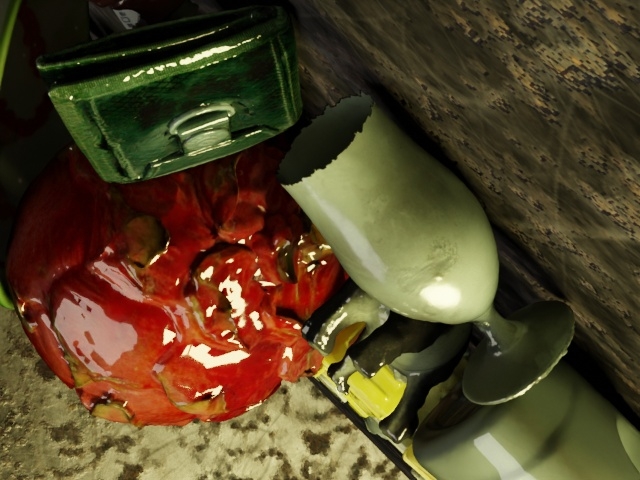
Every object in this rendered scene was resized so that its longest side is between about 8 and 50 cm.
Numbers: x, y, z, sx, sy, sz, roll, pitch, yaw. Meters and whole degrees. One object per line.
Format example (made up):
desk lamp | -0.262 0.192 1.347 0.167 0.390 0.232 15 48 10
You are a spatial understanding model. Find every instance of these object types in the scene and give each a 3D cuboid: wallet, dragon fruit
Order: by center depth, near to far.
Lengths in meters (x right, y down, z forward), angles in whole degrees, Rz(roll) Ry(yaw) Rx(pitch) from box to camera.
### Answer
wallet | -0.091 -0.094 1.185 0.236 0.160 0.055 83 171 -80
dragon fruit | -0.113 0.015 1.443 0.277 0.277 0.342 47 136 -16

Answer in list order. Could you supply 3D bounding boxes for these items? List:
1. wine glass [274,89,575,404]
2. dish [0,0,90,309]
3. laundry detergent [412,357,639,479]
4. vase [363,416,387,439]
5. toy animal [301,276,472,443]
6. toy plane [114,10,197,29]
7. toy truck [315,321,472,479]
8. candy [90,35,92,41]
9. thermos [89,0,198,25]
wine glass | 0.063 0.004 1.093 0.202 0.093 0.093 48 173 -23
dish | -0.292 -0.109 1.499 0.124 0.324 0.324 8 168 5
laundry detergent | 0.253 0.246 1.290 0.398 0.124 0.264 44 172 0
vase | 0.065 0.170 2.149 0.081 0.081 0.148 39 168 41
toy animal | 0.063 0.072 1.339 0.094 0.121 0.225 42 168 26
toy plane | -0.118 -0.164 1.219 0.171 0.065 0.162 38 -157 -37
toy truck | 0.114 0.149 1.510 0.272 0.124 0.157 45 174 -3
candy | -0.316 -0.249 1.904 0.174 0.071 0.138 39 172 28
thermos | -0.157 -0.219 1.078 0.232 0.099 0.124 46 140 -18
